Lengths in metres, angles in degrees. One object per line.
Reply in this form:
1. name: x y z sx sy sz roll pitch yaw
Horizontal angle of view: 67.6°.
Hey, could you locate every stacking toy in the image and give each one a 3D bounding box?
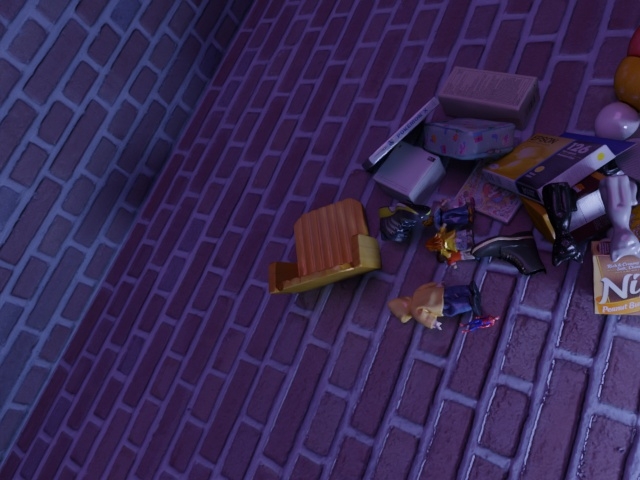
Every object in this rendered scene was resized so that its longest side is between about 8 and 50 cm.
1. stacking toy: 0.993 -0.501 1.406 0.480 0.350 0.351 -51 50 17

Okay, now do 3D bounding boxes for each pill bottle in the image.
1. pill bottle: 0.864 -0.020 1.303 0.208 0.117 0.118 -38 52 6

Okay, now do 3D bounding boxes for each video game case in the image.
1. video game case: 0.595 -0.185 1.605 0.206 0.026 0.227 31 83 38
2. video game case: 0.278 -0.377 1.739 0.300 0.329 0.036 -43 93 4

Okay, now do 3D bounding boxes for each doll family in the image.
1. doll family: 0.416 -0.044 1.564 0.163 0.118 0.263 -9 66 29

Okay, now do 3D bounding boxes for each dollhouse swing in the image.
1. dollhouse swing: 0.000 0.000 1.703 0.346 0.315 0.305 -18 78 22

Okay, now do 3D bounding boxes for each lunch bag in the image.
1. lunch bag: 0.500 -0.344 1.604 0.223 0.108 0.279 -11 23 -22

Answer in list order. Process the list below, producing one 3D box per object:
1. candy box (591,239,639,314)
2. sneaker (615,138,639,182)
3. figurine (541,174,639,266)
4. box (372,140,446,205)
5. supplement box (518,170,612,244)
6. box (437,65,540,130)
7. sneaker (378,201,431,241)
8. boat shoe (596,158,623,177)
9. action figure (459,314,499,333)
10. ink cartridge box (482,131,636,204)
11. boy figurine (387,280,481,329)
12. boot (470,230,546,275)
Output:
1. candy box: 0.861 0.094 1.198 0.316 0.183 0.087 -1 27 30
2. sneaker: 0.956 -0.174 1.331 0.102 0.160 0.282 -54 32 27
3. figurine: 0.682 -0.044 1.198 0.214 0.092 0.210 -5 77 23
4. box: 0.322 -0.235 1.731 0.181 0.119 0.182 35 85 38
5. supplement box: 0.716 -0.101 1.372 0.194 0.129 0.191 -30 18 14
6. box: 0.599 -0.514 1.715 0.311 0.121 0.148 27 80 37
7. sneaker: 0.280 -0.058 1.612 0.110 0.300 0.122 5 86 -12
8. boat shoe: 0.825 -0.221 1.458 0.228 0.076 0.080 -16 59 23
9. action figure: 0.481 0.249 1.442 0.115 0.030 0.038 -21 51 17
10. ink cartridge box: 0.698 -0.249 1.440 0.307 0.072 0.304 -36 21 2
11. boy figurine: 0.349 0.207 1.493 0.284 0.092 0.177 -15 40 25
12. boot: 0.568 0.055 1.442 0.197 0.077 0.137 -15 62 4
